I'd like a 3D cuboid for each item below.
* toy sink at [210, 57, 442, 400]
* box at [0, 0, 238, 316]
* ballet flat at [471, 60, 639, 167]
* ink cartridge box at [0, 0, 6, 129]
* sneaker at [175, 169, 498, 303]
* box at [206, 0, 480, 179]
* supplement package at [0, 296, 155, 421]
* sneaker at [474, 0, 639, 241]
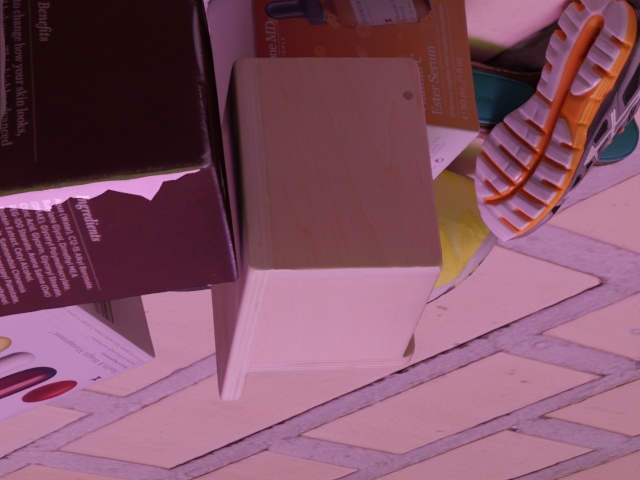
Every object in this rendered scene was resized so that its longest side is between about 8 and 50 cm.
[{"bbox_3d":[0.000,0.000,1.218,0.131,0.152,0.234,-1,154,-9],"label":"toy sink"},{"bbox_3d":[-0.251,-0.057,1.114,0.382,0.191,0.143,-9,145,2],"label":"box"},{"bbox_3d":[0.165,-0.106,1.458,0.206,0.073,0.067,15,177,-31],"label":"ballet flat"},{"bbox_3d":[-0.264,-0.208,0.934,0.131,0.226,0.306,-6,155,3],"label":"ink cartridge box"},{"bbox_3d":[-0.016,-0.025,1.494,0.385,0.145,0.147,1,150,-22],"label":"sneaker"},{"bbox_3d":[0.015,-0.122,1.292,0.171,0.130,0.091,5,154,-23],"label":"box"},{"bbox_3d":[-0.286,0.048,1.558,0.203,0.149,0.194,-23,152,13],"label":"supplement package"},{"bbox_3d":[0.196,-0.088,1.385,0.083,0.084,0.215,4,125,-47],"label":"sneaker"}]
